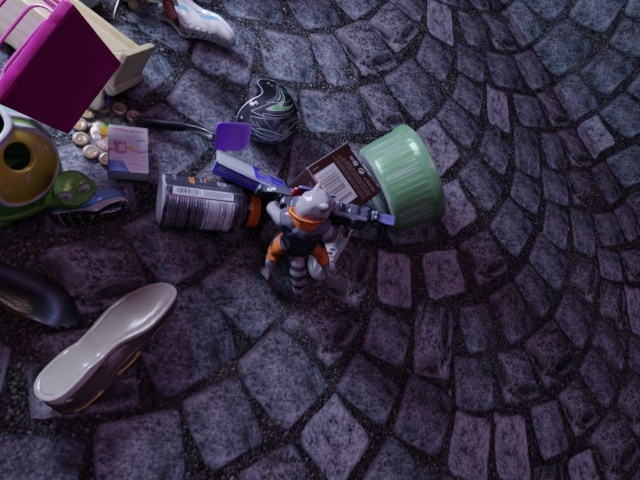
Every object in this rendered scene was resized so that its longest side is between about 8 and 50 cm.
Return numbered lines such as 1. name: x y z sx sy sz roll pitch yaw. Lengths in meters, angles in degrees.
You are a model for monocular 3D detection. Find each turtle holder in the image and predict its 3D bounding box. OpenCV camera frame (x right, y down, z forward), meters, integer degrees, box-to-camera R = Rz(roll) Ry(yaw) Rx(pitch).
1. turtle holder: -0.636 -0.148 0.844 0.243 0.227 0.320 -38 89 -31

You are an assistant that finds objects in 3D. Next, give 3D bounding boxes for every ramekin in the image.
1. ramekin: 0.231 -0.174 1.286 0.148 0.303 0.303 -24 86 -1

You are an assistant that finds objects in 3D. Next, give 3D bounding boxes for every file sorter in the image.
1. file sorter: -0.555 -0.363 0.823 0.182 0.290 0.202 36 87 -11

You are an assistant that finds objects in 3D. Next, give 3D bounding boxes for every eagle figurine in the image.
1. eagle figurine: -0.657 0.108 0.813 0.226 0.225 0.298 -18 126 4

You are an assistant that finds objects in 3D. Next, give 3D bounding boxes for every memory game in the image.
1. memory game: -0.520 -0.268 1.080 0.186 0.012 0.186 9 71 -26

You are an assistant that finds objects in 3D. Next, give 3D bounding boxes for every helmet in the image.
1. helmet: -0.148 -0.352 1.218 0.169 0.169 0.162 15 52 -24

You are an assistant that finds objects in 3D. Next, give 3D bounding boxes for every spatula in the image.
1. spatula: -0.333 -0.288 1.132 0.296 0.084 0.030 7 37 -12

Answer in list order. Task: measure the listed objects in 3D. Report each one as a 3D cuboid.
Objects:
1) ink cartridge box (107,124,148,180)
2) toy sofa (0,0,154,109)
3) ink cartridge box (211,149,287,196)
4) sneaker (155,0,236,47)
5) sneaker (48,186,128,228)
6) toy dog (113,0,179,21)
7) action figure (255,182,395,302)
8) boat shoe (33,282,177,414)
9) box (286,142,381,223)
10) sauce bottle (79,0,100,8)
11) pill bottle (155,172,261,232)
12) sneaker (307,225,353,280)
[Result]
1. ink cartridge box: -0.468 -0.213 1.052 0.088 0.052 0.122 0 74 -28
2. toy sofa: -0.612 -0.498 1.036 0.362 0.177 0.150 35 30 -14
3. ink cartridge box: -0.182 -0.162 1.128 0.206 0.208 0.045 24 102 -20
4. sneaker: -0.354 -0.616 1.241 0.228 0.087 0.092 28 70 -10
5. sneaker: -0.536 -0.081 0.997 0.162 0.063 0.073 -21 63 -30
6. toy dog: -0.426 -0.621 1.083 0.220 0.334 0.161 -20 117 -9
7. action figure: 0.000 0.000 1.042 0.341 0.330 0.178 9 53 0
8. boat shoe: -0.434 0.223 0.926 0.116 0.097 0.324 23 52 25
9. box: 0.022 -0.135 1.216 0.167 0.203 0.168 -39 95 -31
10. sauce bottle: -0.664 -0.761 1.101 0.111 0.111 0.344 -23 88 -32
11. pill bottle: -0.277 -0.087 1.086 0.245 0.130 0.130 5 72 -27
12. sneaker: 0.037 0.017 1.242 0.080 0.094 0.212 37 61 -15
